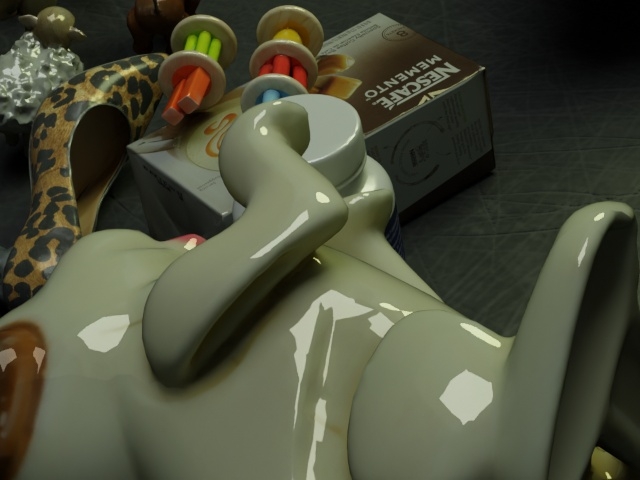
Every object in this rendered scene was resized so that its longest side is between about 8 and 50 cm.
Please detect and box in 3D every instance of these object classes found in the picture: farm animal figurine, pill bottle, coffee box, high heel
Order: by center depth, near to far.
[{"bbox_3d":[0.000,0.000,1.235,0.112,0.187,0.112,-7,37,5],"label":"pill bottle"},{"bbox_3d":[-0.003,-0.064,1.393,0.246,0.098,0.141,-30,40,-22],"label":"coffee box"},{"bbox_3d":[-0.163,-0.040,1.404,0.186,0.093,0.261,24,62,42],"label":"high heel"},{"bbox_3d":[-0.277,-0.265,1.600,0.330,0.172,0.327,30,53,21],"label":"farm animal figurine"}]

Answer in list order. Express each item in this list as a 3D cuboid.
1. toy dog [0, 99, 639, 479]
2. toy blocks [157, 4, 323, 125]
[{"bbox_3d":[-0.020,0.125,1.051,0.407,0.284,0.396,13,86,28],"label":"toy dog"},{"bbox_3d":[-0.064,-0.112,1.343,0.123,0.054,0.148,-5,36,11],"label":"toy blocks"}]
